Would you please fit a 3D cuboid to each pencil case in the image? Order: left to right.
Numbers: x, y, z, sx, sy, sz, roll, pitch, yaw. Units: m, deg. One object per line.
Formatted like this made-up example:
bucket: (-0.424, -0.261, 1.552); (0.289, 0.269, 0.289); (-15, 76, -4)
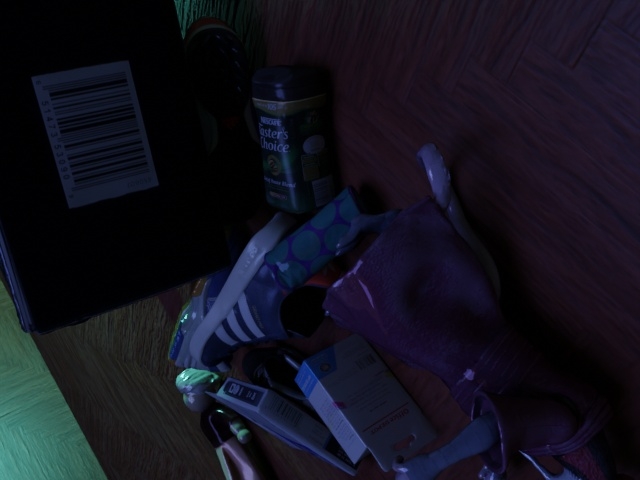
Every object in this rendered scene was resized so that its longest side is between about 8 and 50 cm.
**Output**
pencil case: (0.000, 0.000, 0.849); (0.152, 0.070, 0.064); (-39, 89, 14)

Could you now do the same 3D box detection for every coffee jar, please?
coffee jar: (-0.035, -0.133, 0.869); (0.096, 0.079, 0.184); (21, 124, 48)

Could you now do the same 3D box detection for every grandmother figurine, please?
grandmother figurine: (-0.196, 0.417, 1.400); (0.342, 0.104, 0.208); (57, 137, 11)

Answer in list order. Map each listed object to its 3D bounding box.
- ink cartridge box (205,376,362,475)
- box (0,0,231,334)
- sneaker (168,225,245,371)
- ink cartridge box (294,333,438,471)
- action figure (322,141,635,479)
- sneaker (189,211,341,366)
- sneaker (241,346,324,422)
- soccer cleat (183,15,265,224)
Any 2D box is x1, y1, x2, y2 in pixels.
ink cartridge box: (-0.062, 0.292, 1.081); (0.206, 0.045, 0.208); (39, 158, -23)
box: (-0.393, -0.183, 1.007); (0.472, 0.298, 0.479); (20, 125, 56)
sneaker: (-0.173, 0.107, 1.198); (0.111, 0.131, 0.296); (-98, 28, -61)
ink cartridge box: (0.061, 0.227, 0.917); (0.181, 0.104, 0.061); (51, 144, 24)
action figure: (0.178, 0.124, 0.685); (0.370, 0.248, 0.275); (38, 95, 19)
sneaker: (-0.085, 0.118, 1.022); (0.148, 0.131, 0.350); (37, 134, 3)
sneaker: (-0.066, 0.201, 1.055); (0.229, 0.086, 0.132); (15, 159, 41)
soccer cleat: (-0.144, -0.173, 1.002); (0.116, 0.109, 0.318); (-113, 16, -54)
